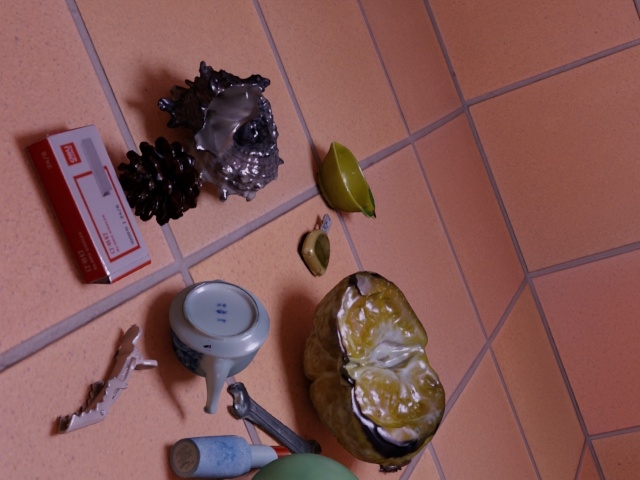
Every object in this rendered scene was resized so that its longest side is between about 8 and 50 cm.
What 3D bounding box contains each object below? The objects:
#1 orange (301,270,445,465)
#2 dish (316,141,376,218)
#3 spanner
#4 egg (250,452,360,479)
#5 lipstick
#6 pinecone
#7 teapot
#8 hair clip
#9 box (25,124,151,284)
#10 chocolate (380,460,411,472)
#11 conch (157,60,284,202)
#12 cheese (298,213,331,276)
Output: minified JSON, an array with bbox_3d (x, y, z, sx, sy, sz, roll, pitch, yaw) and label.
[{"bbox_3d":[0.089,0.253,1.822,0.271,0.210,0.368,-4,75,-39],"label":"orange"},{"bbox_3d":[0.049,-0.124,2.148,0.207,0.080,0.149,62,24,-17],"label":"dish"},{"bbox_3d":[-0.074,0.341,1.679,0.302,0.017,0.071,46,36,-42],"label":"spanner"},{"bbox_3d":[-0.015,0.461,1.486,0.220,0.220,0.269,-76,146,-48],"label":"egg"},{"bbox_3d":[-0.133,0.347,1.508,0.274,0.061,0.068,20,54,-58],"label":"lipstick"},{"bbox_3d":[-0.257,-0.092,1.470,0.121,0.140,0.140,-12,84,-49],"label":"pinecone"},{"bbox_3d":[-0.169,0.154,1.498,0.159,0.159,0.232,49,23,-38],"label":"teapot"},{"bbox_3d":[-0.293,0.211,1.316,0.072,0.034,0.226,62,28,-21],"label":"hair clip"},{"bbox_3d":[-0.336,-0.051,1.383,0.123,0.050,0.229,-34,104,-63],"label":"box"},{"bbox_3d":[0.142,0.338,2.046,0.102,0.065,0.329,10,66,-62],"label":"chocolate"},{"bbox_3d":[-0.175,-0.188,1.679,0.313,0.186,0.240,62,27,-63],"label":"conch"},{"bbox_3d":[-0.001,0.000,2.018,0.086,0.036,0.162,58,29,-28],"label":"cheese"}]
